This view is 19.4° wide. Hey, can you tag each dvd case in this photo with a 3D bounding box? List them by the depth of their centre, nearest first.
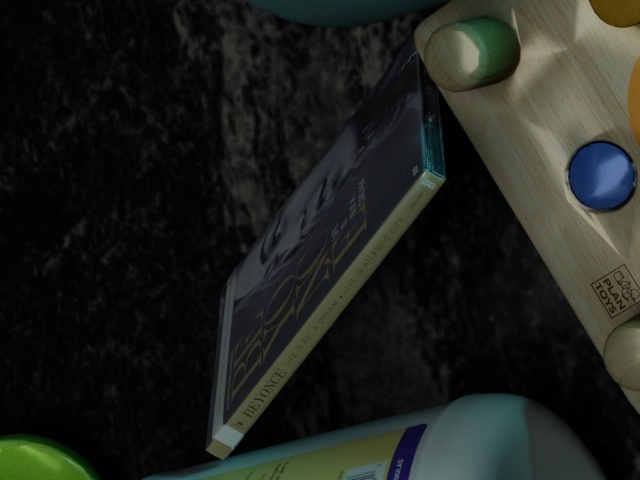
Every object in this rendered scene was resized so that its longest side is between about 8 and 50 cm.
[{"bbox_3d":[0.000,0.000,1.071,0.018,0.164,0.221,28,119,-16],"label":"dvd case"}]

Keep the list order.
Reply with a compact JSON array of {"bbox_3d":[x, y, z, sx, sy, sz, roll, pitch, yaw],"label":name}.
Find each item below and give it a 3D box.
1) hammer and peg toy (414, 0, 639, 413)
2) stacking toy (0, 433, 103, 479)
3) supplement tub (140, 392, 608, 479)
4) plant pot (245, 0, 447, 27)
[{"bbox_3d":[0.228,-0.021,0.962,0.266,0.127,0.361,-33,84,28],"label":"hammer and peg toy"},{"bbox_3d":[-0.270,0.246,1.315,0.280,0.130,0.309,-4,102,2],"label":"stacking toy"},{"bbox_3d":[-0.003,0.233,1.067,0.331,0.241,0.241,-18,91,29],"label":"supplement tub"},{"bbox_3d":[0.018,-0.223,0.942,0.290,0.290,0.195,41,133,15],"label":"plant pot"}]
